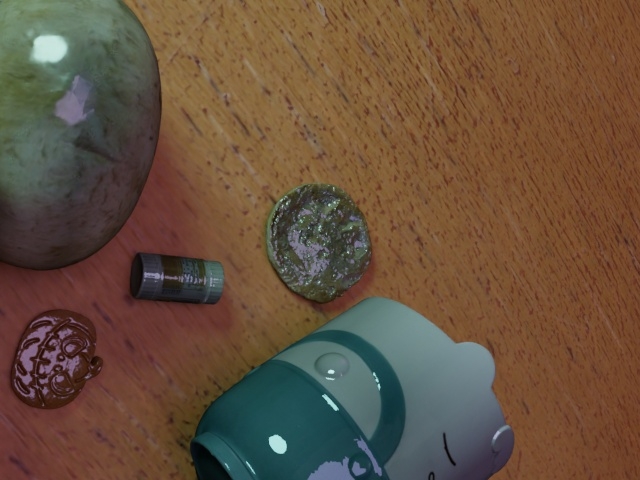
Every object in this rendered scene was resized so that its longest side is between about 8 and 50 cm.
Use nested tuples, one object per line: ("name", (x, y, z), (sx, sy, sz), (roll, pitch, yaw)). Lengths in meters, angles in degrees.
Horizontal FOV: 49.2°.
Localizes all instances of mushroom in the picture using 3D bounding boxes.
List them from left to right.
("mushroom", (-0.230, -0.107, 0.578), (0.195, 0.189, 0.254), (10, 77, -32))

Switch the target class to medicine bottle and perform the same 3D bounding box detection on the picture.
("medicine bottle", (-0.142, 0.038, 0.694), (0.083, 0.047, 0.047), (7, 80, -29))

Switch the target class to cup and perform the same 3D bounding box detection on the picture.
("cup", (0.024, 0.225, 0.689), (0.257, 0.219, 0.290), (-28, 130, -30))

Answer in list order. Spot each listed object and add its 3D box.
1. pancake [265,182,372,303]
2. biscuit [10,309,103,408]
("pancake", (0.000, 0.000, 0.797), (0.139, 0.022, 0.140), (4, 81, -29))
("biscuit", (-0.240, 0.110, 0.644), (0.078, 0.015, 0.091), (17, 76, -28))
